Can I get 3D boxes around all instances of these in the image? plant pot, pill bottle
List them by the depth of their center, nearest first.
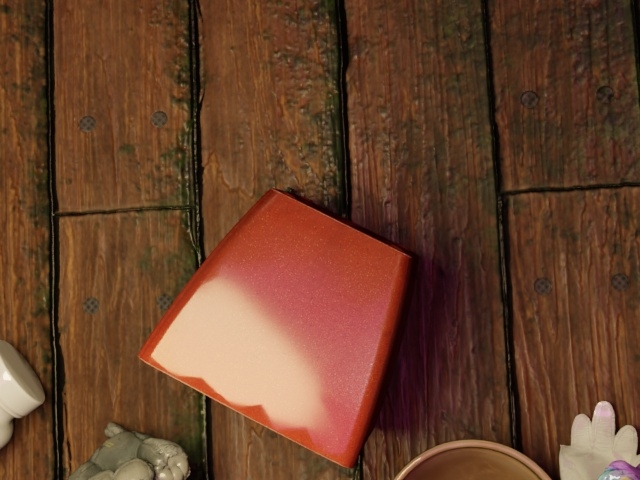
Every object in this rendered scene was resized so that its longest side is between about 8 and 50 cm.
[{"bbox_3d":[-0.017,0.082,1.312,0.267,0.267,0.236,26,94,7],"label":"plant pot"},{"bbox_3d":[0.185,0.361,1.358,0.237,0.110,0.237,-1,84,5],"label":"plant pot"},{"bbox_3d":[-0.482,0.236,1.412,0.245,0.136,0.136,-35,82,-1],"label":"pill bottle"}]

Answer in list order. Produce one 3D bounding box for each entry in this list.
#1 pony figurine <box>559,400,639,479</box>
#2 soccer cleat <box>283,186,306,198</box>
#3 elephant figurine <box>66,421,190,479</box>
[{"bbox_3d":[0.433,0.328,1.239,0.303,0.351,0.363,-26,103,28],"label":"pony figurine"},{"bbox_3d":[0.000,0.000,1.448,0.179,0.060,0.072,33,104,9],"label":"soccer cleat"},{"bbox_3d":[-0.210,0.369,1.375,0.169,0.186,0.239,-11,111,37],"label":"elephant figurine"}]
